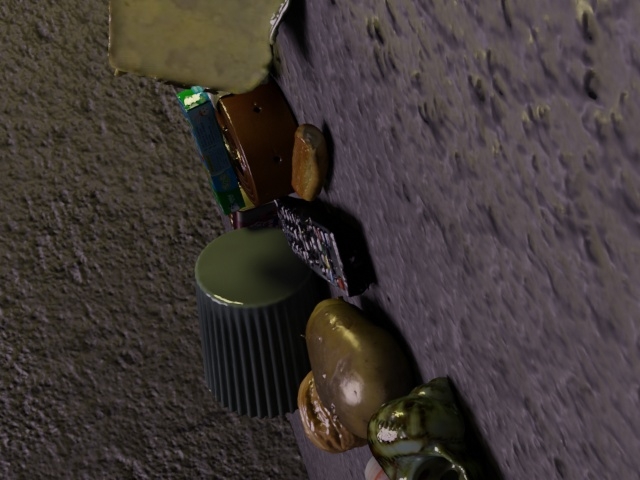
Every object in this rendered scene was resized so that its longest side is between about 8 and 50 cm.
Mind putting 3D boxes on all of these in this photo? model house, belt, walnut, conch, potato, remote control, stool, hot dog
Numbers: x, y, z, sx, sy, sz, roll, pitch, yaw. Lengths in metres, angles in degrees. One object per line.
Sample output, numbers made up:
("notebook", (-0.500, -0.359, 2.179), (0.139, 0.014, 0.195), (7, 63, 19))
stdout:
("model house", (-0.165, -0.411, 1.331), (0.266, 0.261, 0.321), (-85, 7, -46))
("belt", (-0.130, -0.208, 1.693), (0.339, 0.122, 0.217), (-121, 13, -45))
("walnut", (0.029, 0.328, 1.796), (0.155, 0.155, 0.184), (104, 148, -72))
("conch", (0.149, 0.282, 1.192), (0.187, 0.124, 0.181), (15, 117, 43))
("potato", (0.052, 0.199, 1.467), (0.296, 0.141, 0.192), (-123, 19, -60))
("remote control", (0.000, 0.000, 1.570), (0.399, 0.062, 0.145), (-147, 37, -71))
("stool", (-0.128, 0.167, 1.966), (0.297, 0.297, 0.330), (-121, 19, -46))
("hot dog", (-0.013, -0.121, 1.456), (0.066, 0.047, 0.216), (50, 164, 16))

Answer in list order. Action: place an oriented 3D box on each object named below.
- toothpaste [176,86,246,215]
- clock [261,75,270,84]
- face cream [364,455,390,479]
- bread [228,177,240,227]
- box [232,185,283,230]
("toothpaste", (-0.199, -0.163, 1.683), (0.065, 0.050, 0.267), (54, 166, 41))
("clock", (-0.167, -0.366, 1.568), (0.236, 0.053, 0.236), (38, -160, -16))
("face cream", (0.160, 0.441, 1.466), (0.252, 0.101, 0.101), (-127, 20, -59))
("bread", (-0.197, -0.100, 2.340), (0.087, 0.098, 0.269), (26, 161, 5))
("box", (-0.138, -0.063, 2.017), (0.224, 0.120, 0.069), (99, 153, -72))
